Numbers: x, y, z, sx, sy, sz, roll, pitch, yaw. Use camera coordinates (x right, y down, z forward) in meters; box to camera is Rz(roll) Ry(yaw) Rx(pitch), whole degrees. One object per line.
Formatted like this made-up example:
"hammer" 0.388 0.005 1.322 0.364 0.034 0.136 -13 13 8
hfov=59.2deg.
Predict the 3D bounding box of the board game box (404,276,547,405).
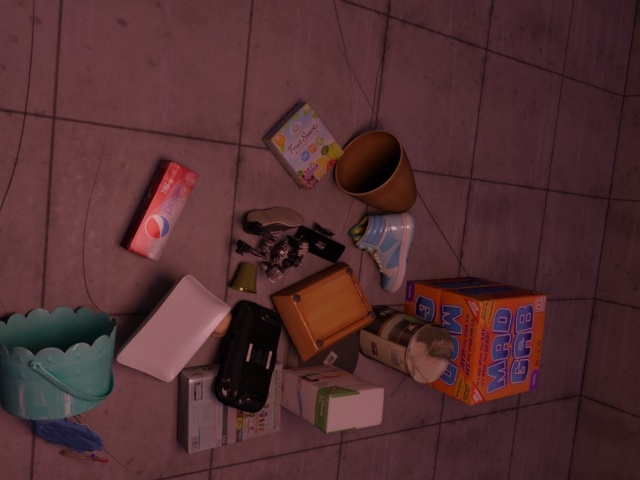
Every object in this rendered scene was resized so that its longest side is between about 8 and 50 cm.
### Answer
"board game box" 0.551 0.344 2.067 0.357 0.356 0.355 -1 98 -34

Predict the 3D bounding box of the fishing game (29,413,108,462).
"fishing game" -0.624 0.473 1.398 0.264 0.189 0.041 88 10 -45

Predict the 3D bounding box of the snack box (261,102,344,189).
"snack box" -0.051 -0.290 1.741 0.174 0.070 0.207 -50 118 -17

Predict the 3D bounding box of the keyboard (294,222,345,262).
"keyboard" 0.000 0.000 1.850 0.192 0.038 0.100 26 106 -35

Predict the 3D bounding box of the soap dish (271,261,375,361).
"soap dish" 0.022 0.218 1.798 0.291 0.118 0.228 -25 88 -30

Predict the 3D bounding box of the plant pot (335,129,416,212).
"plant pot" 0.213 -0.197 1.859 0.254 0.237 0.237 37 76 -48

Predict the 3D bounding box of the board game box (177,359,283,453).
"board game box" -0.268 0.485 1.698 0.304 0.098 0.223 -1 97 -33

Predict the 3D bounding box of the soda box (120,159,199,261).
"soda box" -0.430 -0.081 1.512 0.092 0.083 0.263 28 82 -33

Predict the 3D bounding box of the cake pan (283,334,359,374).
"cake pan" 0.015 0.391 1.899 0.293 0.054 0.292 -6 101 -33

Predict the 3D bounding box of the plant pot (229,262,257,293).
"plant pot" -0.223 0.111 1.690 0.083 0.083 0.079 22 72 -34

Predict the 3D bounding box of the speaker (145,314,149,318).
"speaker" -0.418 0.199 1.581 0.136 0.055 0.055 -35 115 -25

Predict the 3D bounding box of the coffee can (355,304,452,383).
"coffee can" 0.282 0.350 1.936 0.202 0.275 0.201 -6 101 -33

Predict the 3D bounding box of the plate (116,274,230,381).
"plate" -0.397 0.238 1.531 0.278 0.045 0.277 -52 152 -11

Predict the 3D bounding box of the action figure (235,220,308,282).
"action figure" -0.123 0.044 1.684 0.276 0.141 0.164 27 100 -48

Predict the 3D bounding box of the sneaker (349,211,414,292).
"sneaker" 0.194 0.039 1.940 0.208 0.127 0.318 3 119 -7

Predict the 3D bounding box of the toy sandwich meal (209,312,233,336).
"toy sandwich meal" -0.299 0.246 1.684 0.086 0.029 0.085 1 88 -26

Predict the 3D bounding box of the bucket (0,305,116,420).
"bucket" -0.622 0.284 1.335 0.281 0.281 0.182 -3 105 -33

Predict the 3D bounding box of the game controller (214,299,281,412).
"game controller" -0.206 0.338 1.666 0.166 0.067 0.319 33 53 -33

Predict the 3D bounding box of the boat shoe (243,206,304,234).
"boat shoe" -0.144 -0.054 1.734 0.206 0.075 0.065 -5 143 -38

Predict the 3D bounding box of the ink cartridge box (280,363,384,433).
"ink cartridge box" 0.026 0.473 1.719 0.202 0.278 0.117 3 93 -34
